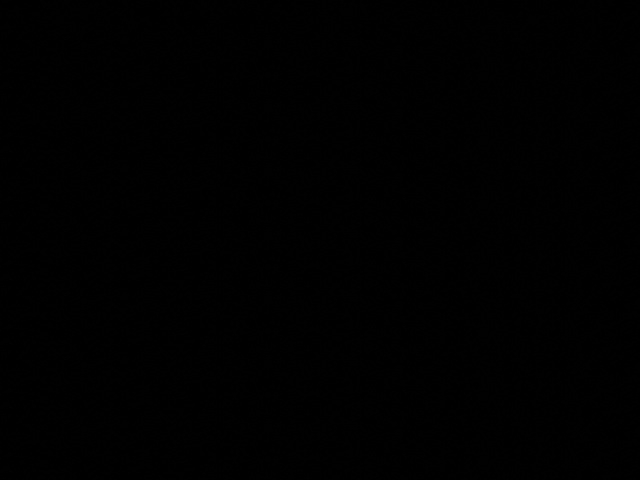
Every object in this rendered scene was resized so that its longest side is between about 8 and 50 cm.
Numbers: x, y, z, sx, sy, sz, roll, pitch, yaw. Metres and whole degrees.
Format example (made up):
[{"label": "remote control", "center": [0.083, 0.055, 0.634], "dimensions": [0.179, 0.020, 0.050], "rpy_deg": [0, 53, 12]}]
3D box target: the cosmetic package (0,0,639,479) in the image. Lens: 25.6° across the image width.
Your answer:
[{"label": "cosmetic package", "center": [0.000, 0.000, 0.170], "dimensions": [0.329, 0.327, 0.393], "rpy_deg": [31, 136, -18]}]
